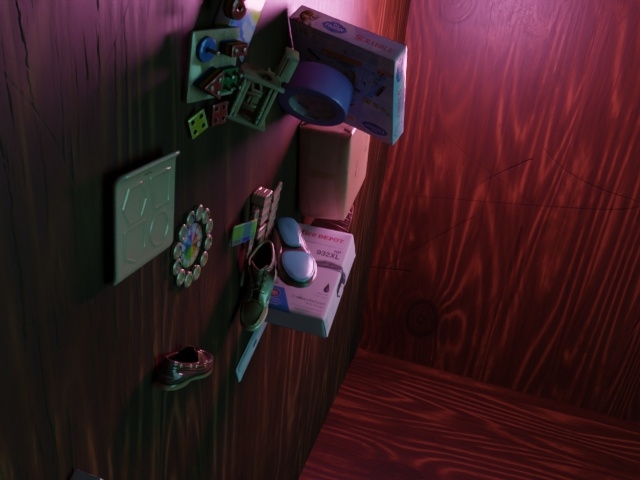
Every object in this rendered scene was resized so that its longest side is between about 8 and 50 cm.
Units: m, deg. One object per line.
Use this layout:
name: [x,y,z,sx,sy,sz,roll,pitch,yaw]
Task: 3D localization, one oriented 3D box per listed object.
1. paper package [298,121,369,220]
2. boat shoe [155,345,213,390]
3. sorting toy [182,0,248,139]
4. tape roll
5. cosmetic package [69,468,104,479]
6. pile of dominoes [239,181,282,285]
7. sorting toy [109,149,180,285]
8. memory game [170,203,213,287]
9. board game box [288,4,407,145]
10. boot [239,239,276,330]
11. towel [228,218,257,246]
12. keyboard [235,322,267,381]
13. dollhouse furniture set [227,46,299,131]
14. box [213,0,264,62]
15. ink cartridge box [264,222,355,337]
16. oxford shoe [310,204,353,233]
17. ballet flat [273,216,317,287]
paper package: [0.049,-0.283,2.138,0.309,0.168,0.325,-63,161,-50]
boat shoe: [-0.291,0.271,1.461,0.207,0.073,0.073,-16,120,-75]
sorting toy: [-0.195,-0.321,1.247,0.132,0.046,0.274,-30,139,-51]
tape roll: [-0.012,-0.382,1.729,0.189,0.189,0.080,67,38,-69]
cosmetic package: [-0.409,0.503,1.223,0.239,0.060,0.099,80,26,-60]
pile of dominoes: [-0.175,-0.027,1.788,0.196,0.040,0.251,-56,164,-58]
sorting toy: [-0.313,-0.045,1.154,0.193,0.038,0.208,-50,155,-63]
memory game: [-0.273,0.013,1.413,0.186,0.012,0.186,13,90,-77]
board game box: [0.077,-0.437,1.763,0.066,0.319,0.318,-52,158,-23]
boot: [-0.169,0.121,1.764,0.165,0.077,0.213,97,9,-59]
towel: [-0.193,-0.020,1.640,0.083,0.009,0.060,-23,136,-43]
keyboard: [-0.203,0.308,2.007,0.072,0.014,0.256,95,15,-50]
dollhouse furniture set: [-0.132,-0.360,1.400,0.182,0.101,0.161,-58,-156,33]
box: [-0.162,-0.468,1.338,0.109,0.042,0.178,55,50,-71]
ink cartridge box: [-0.043,0.113,2.014,0.129,0.223,0.307,81,25,-56]
oxford shoe: [0.000,0.000,2.283,0.348,0.123,0.130,-58,-176,6]
ballet flat: [-0.076,0.059,1.827,0.316,0.108,0.106,-102,-159,-55]
